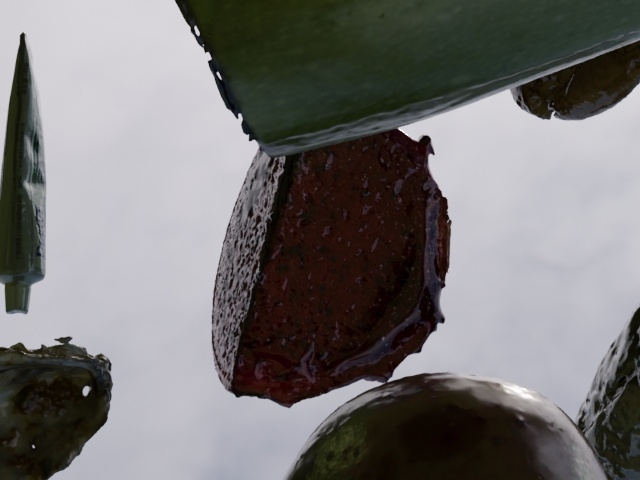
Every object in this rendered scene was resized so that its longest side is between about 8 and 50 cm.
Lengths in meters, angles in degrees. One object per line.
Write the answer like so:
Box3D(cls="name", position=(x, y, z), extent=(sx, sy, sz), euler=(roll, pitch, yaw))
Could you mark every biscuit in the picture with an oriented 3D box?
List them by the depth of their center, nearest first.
Box3D(cls="biscuit", position=(0.202, -0.185, 1.013), extent=(0.226, 0.042, 0.226), euler=(-45, -151, 34))

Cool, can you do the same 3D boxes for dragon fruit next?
Box3D(cls="dragon fruit", position=(0.000, 0.000, 1.132), extent=(0.189, 0.163, 0.261), euler=(13, -92, 44))

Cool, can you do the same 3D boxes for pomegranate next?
Box3D(cls="pomegranate", position=(0.095, 0.171, 0.769), extent=(0.198, 0.246, 0.198), euler=(-168, -90, -85))

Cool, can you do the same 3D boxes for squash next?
Box3D(cls="squash", position=(0.059, -0.157, 0.630), extent=(0.261, 0.189, 0.189), euler=(-21, -129, 4))

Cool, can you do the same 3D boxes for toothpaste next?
Box3D(cls="toothpaste", position=(-0.231, -0.051, 1.102), extent=(0.041, 0.064, 0.218), euler=(0, -103, -4))

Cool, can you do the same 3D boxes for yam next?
Box3D(cls="yam", position=(0.252, 0.150, 1.095), extent=(0.330, 0.133, 0.133), euler=(98, -22, -46))

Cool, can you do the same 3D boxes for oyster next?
Box3D(cls="oyster", position=(-0.209, 0.115, 0.936), extent=(0.177, 0.105, 0.056), euler=(-35, -174, -35))
